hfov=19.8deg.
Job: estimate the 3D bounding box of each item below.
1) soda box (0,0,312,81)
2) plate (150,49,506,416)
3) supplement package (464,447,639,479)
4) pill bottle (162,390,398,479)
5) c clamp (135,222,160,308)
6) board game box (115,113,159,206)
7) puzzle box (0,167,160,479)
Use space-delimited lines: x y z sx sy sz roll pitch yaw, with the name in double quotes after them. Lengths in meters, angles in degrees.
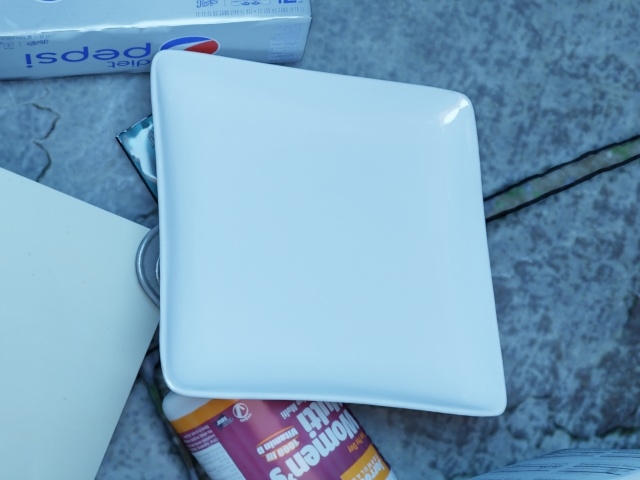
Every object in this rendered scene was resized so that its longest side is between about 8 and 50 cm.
-0.154 -0.187 1.407 0.286 0.091 0.098 -5 73 -7 "soda box"
0.000 0.000 1.399 0.278 0.045 0.277 6 66 -23 "plate"
0.191 0.270 1.396 0.203 0.149 0.194 -9 92 -43 "supplement package"
-0.015 0.181 1.425 0.121 0.121 0.221 -36 95 -5 "pill bottle"
-0.058 0.017 1.424 0.160 0.022 0.137 -34 100 -16 "c clamp"
-0.062 -0.037 1.463 0.126 0.026 0.186 -32 95 -7 "board game box"
-0.318 0.055 1.336 0.409 0.052 0.272 24 88 -33 "puzzle box"
